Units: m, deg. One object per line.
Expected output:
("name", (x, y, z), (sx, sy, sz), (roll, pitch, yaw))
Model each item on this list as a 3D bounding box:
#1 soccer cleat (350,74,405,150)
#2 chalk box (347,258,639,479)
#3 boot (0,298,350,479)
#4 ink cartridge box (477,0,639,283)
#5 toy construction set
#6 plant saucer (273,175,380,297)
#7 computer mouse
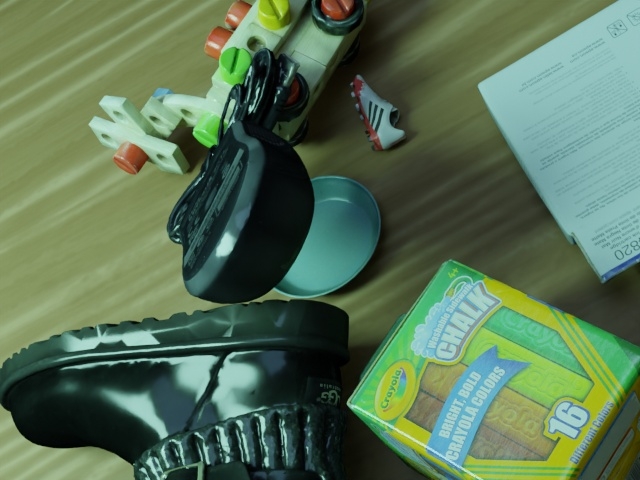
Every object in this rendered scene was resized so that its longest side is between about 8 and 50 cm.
("soccer cleat", (0.052, -0.118, 1.069), (0.035, 0.029, 0.083), (-20, 58, 4))
("chalk box", (0.118, 0.111, 0.835), (0.213, 0.132, 0.132), (25, 75, 35))
("boot", (-0.122, 0.196, 0.908), (0.348, 0.131, 0.260), (-13, 69, 34))
("ink cartridge box", (0.268, -0.095, 0.936), (0.223, 0.045, 0.224), (-30, 54, 8))
("toy construction set", (-0.078, -0.197, 1.102), (0.215, 0.151, 0.328), (27, 83, 10))
("plant saucer", (0.000, 0.000, 1.028), (0.119, 0.021, 0.119), (-12, 58, 20))
("computer mouse", (-0.051, -0.032, 0.906), (0.188, 0.072, 0.272), (-60, 16, 15))
